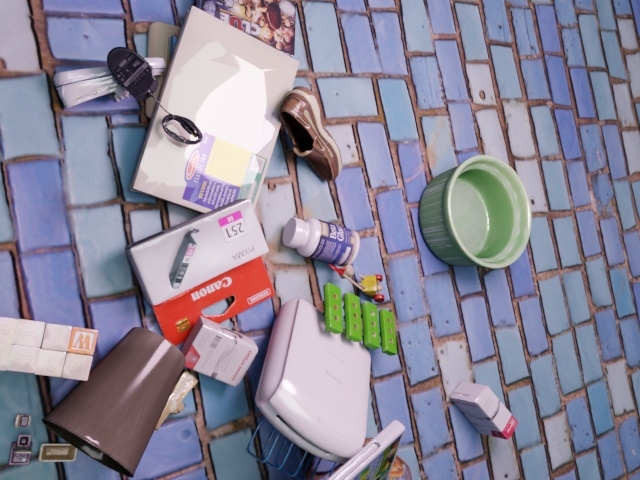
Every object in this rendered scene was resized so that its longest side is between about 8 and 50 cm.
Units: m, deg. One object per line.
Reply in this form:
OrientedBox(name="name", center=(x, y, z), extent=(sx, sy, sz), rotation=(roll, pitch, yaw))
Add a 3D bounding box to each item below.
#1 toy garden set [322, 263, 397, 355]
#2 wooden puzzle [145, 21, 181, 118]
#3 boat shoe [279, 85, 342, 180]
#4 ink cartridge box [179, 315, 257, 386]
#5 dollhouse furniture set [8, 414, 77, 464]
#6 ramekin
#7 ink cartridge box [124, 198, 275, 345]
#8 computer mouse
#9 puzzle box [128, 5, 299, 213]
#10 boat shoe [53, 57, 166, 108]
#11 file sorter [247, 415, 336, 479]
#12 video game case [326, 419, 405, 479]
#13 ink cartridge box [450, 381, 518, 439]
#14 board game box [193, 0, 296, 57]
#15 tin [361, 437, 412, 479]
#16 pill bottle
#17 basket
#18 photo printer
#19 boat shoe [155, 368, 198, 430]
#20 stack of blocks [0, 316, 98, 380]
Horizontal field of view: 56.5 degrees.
OrientedBox(name="toy garden set", center=(0.082, 0.151, 1.412), extent=(0.244, 0.049, 0.204), rotation=(29, 47, -40))
OrientedBox(name="wooden puzzle", center=(-0.266, -0.363, 1.339), extent=(0.238, 0.044, 0.221), rotation=(4, 82, -29))
OrientedBox(name="boat shoe", center=(-0.031, -0.227, 1.391), extent=(0.095, 0.095, 0.257), rotation=(-56, 136, -30))
OrientedBox(name="ink cartridge box", center=(-0.217, 0.235, 1.264), extent=(0.135, 0.056, 0.099), rotation=(29, 94, -24))
OrientedBox(name="dollhouse furniture set", center=(-0.499, 0.370, 1.088), extent=(0.114, 0.081, 0.091), rotation=(11, 78, -28))
OrientedBox(name="ramekin", center=(0.415, -0.069, 1.628), extent=(0.303, 0.148, 0.304), rotation=(4, 81, -30))
OrientedBox(name="ink cartridge box", center=(-0.235, 0.070, 1.258), extent=(0.275, 0.060, 0.239), rotation=(-26, 106, -25))
OrientedBox(name="computer mouse", center=(-0.329, -0.286, 1.196), extent=(0.071, 0.041, 0.242), rotation=(-40, 105, 3))
OrientedBox(name="puzzle box", center=(-0.225, -0.258, 1.301), extent=(0.272, 0.052, 0.409), rotation=(20, 83, -30))
OrientedBox(name="boat shoe", center=(-0.426, -0.323, 1.232), extent=(0.226, 0.083, 0.076), rotation=(-17, 103, -19))
OrientedBox(name="file sorter", center=(-0.057, 0.458, 1.309), extent=(0.170, 0.118, 0.105), rotation=(35, 71, -21))
OrientedBox(name="video game case", center=(0.045, 0.565, 1.256), extent=(0.300, 0.036, 0.329), rotation=(-26, 138, -40))
OrientedBox(name="ink cartridge box", center=(0.435, 0.453, 1.594), extent=(0.063, 0.109, 0.150), rotation=(-47, 106, -25))
OrientedBox(name="board game box", center=(-0.174, -0.525, 1.394), extent=(0.243, 0.042, 0.165), rotation=(12, 65, -28))
OrientedBox(name="tin", center=(0.146, 0.563, 1.458), extent=(0.190, 0.040, 0.106), rotation=(46, 60, -16))
OrientedBox(name="pill bottle", center=(0.000, 0.000, 1.413), extent=(0.169, 0.094, 0.094), rotation=(16, 76, -27))
OrientedBox(name="basket", center=(-0.368, 0.290, 1.124), extent=(0.204, 0.154, 0.227), rotation=(53, 50, -33))
OrientedBox(name="photo printer", center=(-0.008, 0.304, 1.280), extent=(0.256, 0.107, 0.308), rotation=(40, 31, -19))
OrientedBox(name="boat shoe", center=(-0.300, 0.333, 1.225), extent=(0.045, 0.050, 0.135), rotation=(37, 67, -15))
OrientedBox(name="stack of blocks", center=(-0.558, 0.174, 1.029), extent=(0.297, 0.171, 0.087), rotation=(15, 76, -27))
